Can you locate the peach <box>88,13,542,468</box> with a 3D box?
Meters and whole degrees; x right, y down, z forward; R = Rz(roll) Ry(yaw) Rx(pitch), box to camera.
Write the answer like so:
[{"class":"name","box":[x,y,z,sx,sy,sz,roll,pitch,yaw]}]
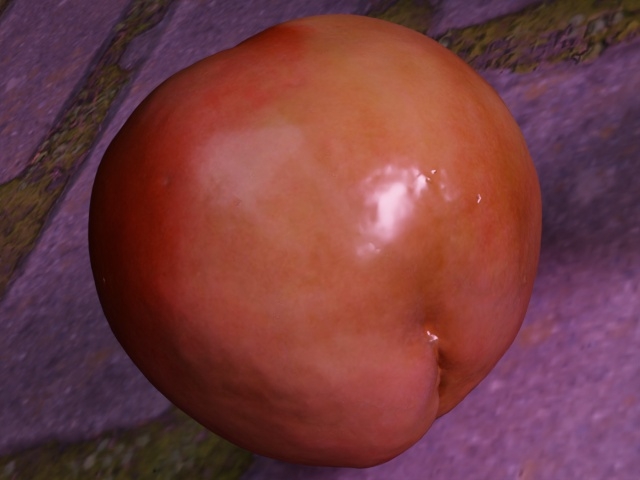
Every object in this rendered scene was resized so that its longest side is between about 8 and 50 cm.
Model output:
[{"class":"peach","box":[0.000,0.000,0.564,0.184,0.184,0.184,-28,32,20]}]
